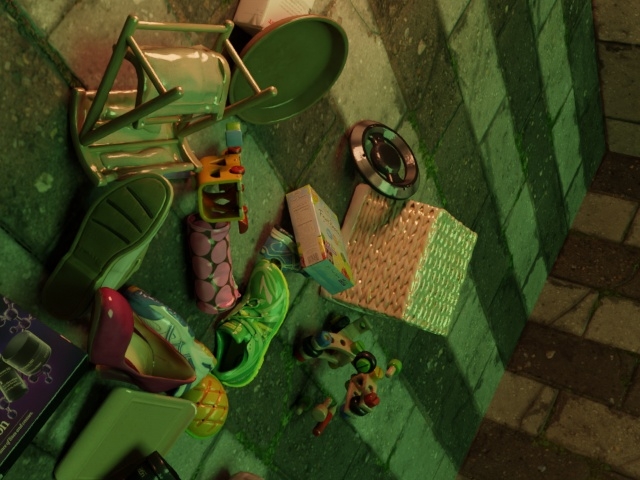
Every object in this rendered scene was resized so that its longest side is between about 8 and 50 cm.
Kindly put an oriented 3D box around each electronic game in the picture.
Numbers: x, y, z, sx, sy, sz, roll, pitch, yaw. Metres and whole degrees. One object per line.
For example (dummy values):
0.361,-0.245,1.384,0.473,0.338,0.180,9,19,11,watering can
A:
0.164,-0.205,2.140,0.229,0.048,0.229,23,50,-30,electronic game

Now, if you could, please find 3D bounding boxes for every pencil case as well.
-0.218,0.042,1.732,0.098,0.095,0.209,-12,122,-18,pencil case

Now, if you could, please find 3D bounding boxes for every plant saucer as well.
-0.069,-0.349,1.707,0.277,0.041,0.278,-27,153,-15,plant saucer

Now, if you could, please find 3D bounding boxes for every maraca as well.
-0.260,0.334,1.806,0.127,0.099,0.186,-24,102,-43,maraca

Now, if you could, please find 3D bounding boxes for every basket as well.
0.222,0.058,2.273,0.328,0.266,0.332,25,81,-58,basket

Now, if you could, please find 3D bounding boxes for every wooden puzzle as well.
-0.379,0.387,1.654,0.221,0.044,0.238,-54,145,3,wooden puzzle

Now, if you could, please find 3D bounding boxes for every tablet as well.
-0.276,-0.146,1.627,0.083,0.006,0.054,-8,112,-55,tablet

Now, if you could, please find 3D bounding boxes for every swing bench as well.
-0.261,-0.233,1.425,0.254,0.165,0.253,-39,168,33,swing bench

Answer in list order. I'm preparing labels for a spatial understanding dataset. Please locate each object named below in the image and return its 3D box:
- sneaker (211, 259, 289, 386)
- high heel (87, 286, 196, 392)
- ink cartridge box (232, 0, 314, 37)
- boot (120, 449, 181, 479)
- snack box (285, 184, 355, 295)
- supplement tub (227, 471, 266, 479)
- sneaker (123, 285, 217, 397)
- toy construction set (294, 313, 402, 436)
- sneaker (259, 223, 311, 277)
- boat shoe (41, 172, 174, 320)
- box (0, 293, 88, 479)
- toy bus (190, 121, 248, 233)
-0.158,0.187,1.878,0.123,0.109,0.296,21,87,-63,sneaker
-0.295,0.171,1.435,0.377,0.181,0.127,116,-22,-68,high heel
-0.081,-0.493,1.693,0.139,0.082,0.191,23,87,-59,ink cartridge box
-0.368,0.541,1.688,0.207,0.094,0.247,-34,142,-12,boot
0.000,0.000,1.970,0.174,0.070,0.207,45,25,-56,snack box
-0.227,0.704,1.942,0.316,0.193,0.194,-42,137,-41,supplement tub
-0.313,0.211,1.647,0.131,0.111,0.296,-47,136,-17,sneaker
0.068,0.343,2.246,0.237,0.257,0.309,-43,160,-58,toy construction set
-0.077,0.039,1.982,0.081,0.080,0.211,-50,142,-5,sneaker
-0.354,0.005,1.441,0.302,0.113,0.103,-47,173,8,boat shoe
-0.503,0.234,1.266,0.261,0.184,0.103,-56,179,-26,box
-0.200,-0.118,1.647,0.202,0.104,0.191,109,-24,-73,toy bus
